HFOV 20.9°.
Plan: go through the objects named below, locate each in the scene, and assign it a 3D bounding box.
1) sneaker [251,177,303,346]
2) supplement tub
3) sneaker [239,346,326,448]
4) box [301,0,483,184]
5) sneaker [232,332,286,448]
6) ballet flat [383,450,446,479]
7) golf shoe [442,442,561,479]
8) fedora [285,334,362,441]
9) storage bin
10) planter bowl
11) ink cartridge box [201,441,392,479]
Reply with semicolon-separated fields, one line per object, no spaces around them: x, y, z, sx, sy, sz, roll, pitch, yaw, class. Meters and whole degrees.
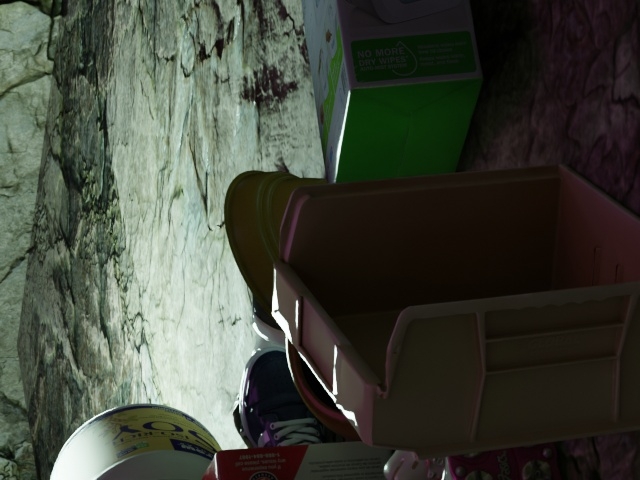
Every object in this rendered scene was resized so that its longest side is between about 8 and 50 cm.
-0.033;0.016;2.024;0.296;0.104;0.147;-116;25;-65;sneaker
-0.205;0.352;2.140;0.331;0.241;0.241;-143;54;-74;supplement tub
-0.024;0.265;2.034;0.153;0.099;0.282;173;89;-77;sneaker
0.057;-0.189;1.635;0.262;0.126;0.231;98;166;-67;box
-0.063;0.188;2.163;0.090;0.094;0.235;122;145;-62;sneaker
0.098;0.253;1.702;0.091;0.077;0.241;-147;58;-69;ballet flat
0.159;0.296;1.499;0.140;0.115;0.306;110;161;-71;golf shoe
0.050;0.112;1.788;0.194;0.079;0.194;14;111;41;fedora
0.120;0.045;1.335;0.262;0.260;0.123;-131;39;-63;storage bin
0.000;0.000;1.888;0.090;0.217;0.217;-31;55;29;planter bowl
-0.009;0.362;1.842;0.114;0.197;0.273;118;147;-59;ink cartridge box
